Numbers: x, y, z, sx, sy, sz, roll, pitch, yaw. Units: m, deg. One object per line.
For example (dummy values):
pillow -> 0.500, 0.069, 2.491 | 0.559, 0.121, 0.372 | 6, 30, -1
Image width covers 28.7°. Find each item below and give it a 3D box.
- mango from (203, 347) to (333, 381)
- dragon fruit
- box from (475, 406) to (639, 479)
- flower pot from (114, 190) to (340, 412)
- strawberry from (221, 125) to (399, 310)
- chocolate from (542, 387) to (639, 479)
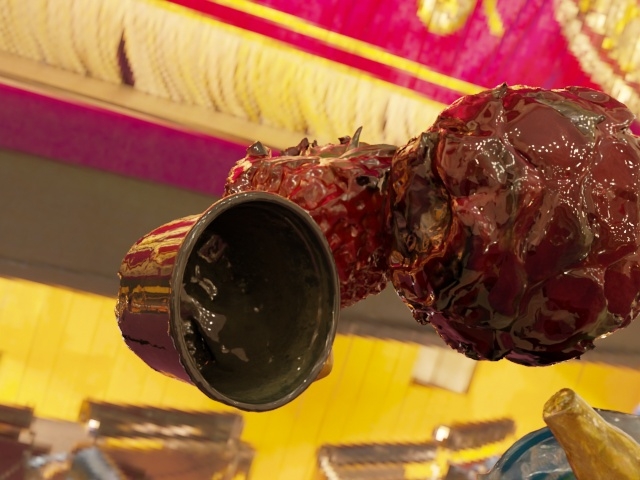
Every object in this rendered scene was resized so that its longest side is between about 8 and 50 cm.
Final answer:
mango -> -0.079, 0.075, 1.276 | 0.217, 0.102, 0.141 | 32, 14, 13
dragon fruit -> 0.219, -0.016, 1.343 | 0.329, 0.329, 0.329 | 17, 9, -3
box -> 0.330, 0.369, 1.489 | 0.291, 0.262, 0.206 | 49, -9, 22
flower pot -> -0.075, 0.043, 0.918 | 0.157, 0.157, 0.107 | 10, -7, -41
strawberry -> -0.003, -0.001, 1.503 | 0.261, 0.257, 0.261 | -3, 14, 1
chocolate -> 0.283, 0.221, 1.169 | 0.219, 0.086, 0.085 | 50, -4, -22
